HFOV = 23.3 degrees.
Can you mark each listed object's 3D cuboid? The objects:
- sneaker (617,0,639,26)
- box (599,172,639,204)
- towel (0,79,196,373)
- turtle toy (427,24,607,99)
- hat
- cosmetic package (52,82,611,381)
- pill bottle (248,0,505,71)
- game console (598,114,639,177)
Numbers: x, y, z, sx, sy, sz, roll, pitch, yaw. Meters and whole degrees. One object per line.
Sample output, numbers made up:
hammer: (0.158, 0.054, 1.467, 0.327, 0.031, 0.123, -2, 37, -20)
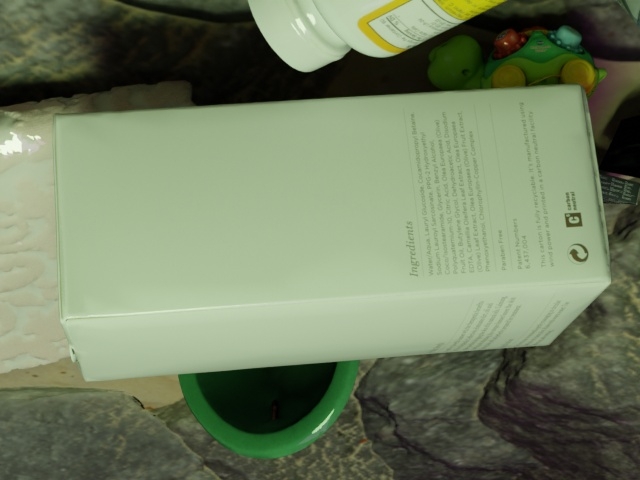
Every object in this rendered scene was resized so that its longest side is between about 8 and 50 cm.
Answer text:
sneaker: (0.303, -0.148, 1.057, 0.300, 0.121, 0.111, 17, 141, -24)
box: (0.205, -0.047, 1.253, 0.083, 0.018, 0.067, 13, 178, -18)
towel: (-0.257, 0.004, 1.264, 0.332, 0.053, 0.317, -11, 145, -9)
turtle toy: (0.143, -0.122, 1.133, 0.130, 0.066, 0.095, -4, 163, 2)
hat: (-0.011, 0.102, 1.352, 0.173, 0.208, 0.183, -51, 148, 10)
cosmetic package: (0.000, 0.000, 1.108, 0.365, 0.155, 0.197, -3, 164, -7)
pill bottle: (0.059, -0.189, 0.996, 0.208, 0.117, 0.117, -24, 138, 28)
game console: (0.378, -0.068, 1.102, 0.213, 0.044, 0.361, 9, 173, -22)
